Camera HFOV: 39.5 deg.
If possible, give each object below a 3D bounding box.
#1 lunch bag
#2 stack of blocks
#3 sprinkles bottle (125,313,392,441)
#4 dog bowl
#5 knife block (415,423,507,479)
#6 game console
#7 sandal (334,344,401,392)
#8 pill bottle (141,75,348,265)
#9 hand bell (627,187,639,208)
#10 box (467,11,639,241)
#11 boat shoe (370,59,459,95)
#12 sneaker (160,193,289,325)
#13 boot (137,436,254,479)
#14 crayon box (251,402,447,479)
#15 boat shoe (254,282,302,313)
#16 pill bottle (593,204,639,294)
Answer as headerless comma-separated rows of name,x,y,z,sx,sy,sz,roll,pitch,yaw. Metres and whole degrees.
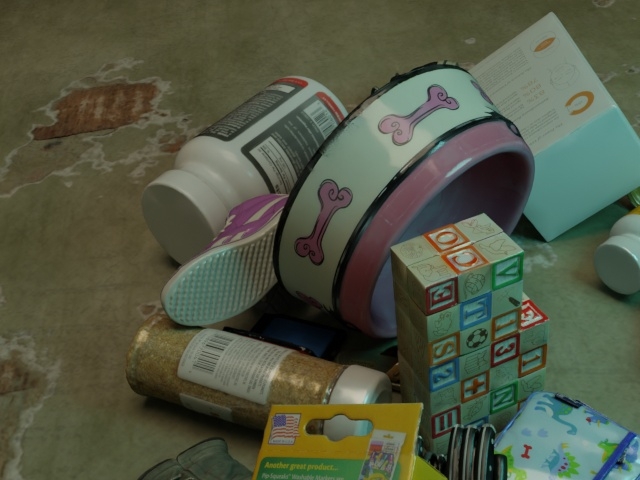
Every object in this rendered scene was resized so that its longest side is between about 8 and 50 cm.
lunch bag,0.279,0.290,1.048,0.176,0.090,0.219,29,51,34
stack of blocks,0.189,0.118,1.110,0.171,0.297,0.087,-20,39,-15
sprinkles bottle,-0.086,0.193,1.199,0.355,0.121,0.121,12,42,23
dog bowl,0.135,-0.034,1.254,0.408,0.408,0.150,-32,58,-28
knife block,0.152,0.338,0.920,0.242,0.088,0.276,-45,43,1
game console,-0.051,0.134,1.304,0.144,0.124,0.085,12,68,23
sandal,0.105,0.173,1.254,0.180,0.049,0.072,5,39,14
pill bottle,-0.120,-0.117,1.530,0.210,0.210,0.363,22,46,32
hand bell,0.633,-0.134,1.545,0.126,0.126,0.242,21,34,32
box,0.393,-0.202,1.527,0.215,0.168,0.345,-34,33,20
boat shoe,0.162,-0.197,1.594,0.156,0.187,0.500,-8,25,19
sneaker,-0.127,0.021,1.301,0.282,0.102,0.161,-32,26,-24
boot,-0.101,0.293,1.112,0.246,0.083,0.161,-20,34,-19
crayon box,0.010,0.332,0.907,0.203,0.083,0.323,-8,54,35
boat shoe,0.000,0.000,1.439,0.324,0.123,0.116,-25,33,-27
pill bottle,0.518,-0.003,1.362,0.208,0.118,0.117,-31,44,-27
